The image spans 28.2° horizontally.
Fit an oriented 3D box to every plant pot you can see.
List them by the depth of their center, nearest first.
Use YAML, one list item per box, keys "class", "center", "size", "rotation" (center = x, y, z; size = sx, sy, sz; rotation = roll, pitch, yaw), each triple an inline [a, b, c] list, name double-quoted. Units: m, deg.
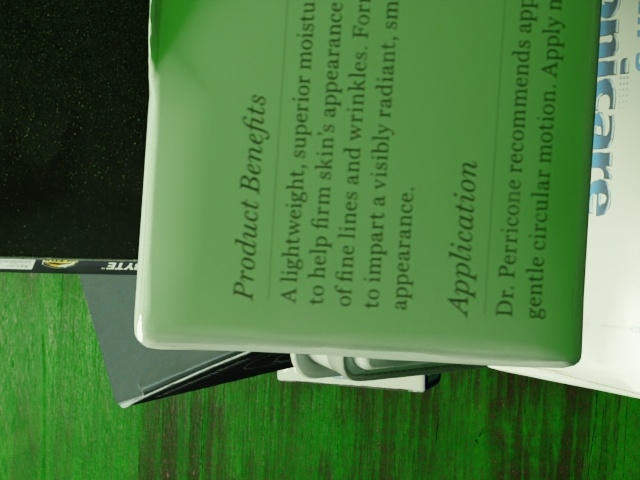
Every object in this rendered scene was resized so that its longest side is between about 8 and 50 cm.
- class: "plant pot"
  center: [-0.172, -0.078, 0.554]
  size: [0.188, 0.166, 0.187]
  rotation: [1, -179, -38]

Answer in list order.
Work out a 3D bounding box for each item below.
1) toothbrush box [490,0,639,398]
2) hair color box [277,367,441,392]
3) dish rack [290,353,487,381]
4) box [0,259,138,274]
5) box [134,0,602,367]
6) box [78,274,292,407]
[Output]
- class: "toothbrush box"
  center: [0.240, -0.034, 0.634]
  size: [0.296, 0.216, 0.126]
  rotation: [2, -179, -30]
- class: "hair color box"
  center: [0.055, 0.006, 1.546]
  size: [0.185, 0.338, 0.110]
  rotation: [3, 180, 17]
- class: "dish rack"
  center: [0.128, -0.008, 1.046]
  size: [0.072, 0.285, 0.333]
  rotation: [27, -166, 34]
- class: "box"
  center: [-0.207, -0.074, 1.023]
  size: [0.175, 0.220, 0.051]
  rotation: [2, 140, -29]
- class: "box"
  center: [0.023, -0.059, 0.407]
  size: [0.119, 0.180, 0.182]
  rotation: [4, -179, 7]
- class: "box"
  center: [0.000, 0.000, 1.263]
  size: [0.294, 0.211, 0.395]
  rotation: [-24, 170, 34]
